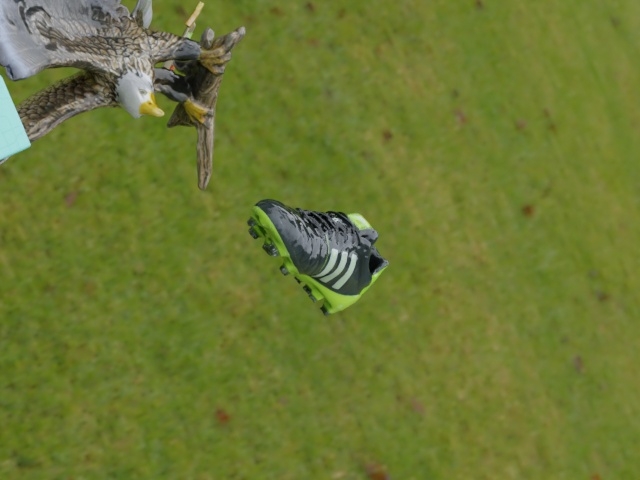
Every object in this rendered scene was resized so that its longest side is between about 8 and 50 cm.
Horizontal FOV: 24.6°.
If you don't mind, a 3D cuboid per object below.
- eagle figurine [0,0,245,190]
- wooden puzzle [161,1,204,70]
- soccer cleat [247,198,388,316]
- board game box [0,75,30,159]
[{"bbox_3d":[-0.225,-0.161,1.419,0.298,0.225,0.226,-3,85,-29],"label":"eagle figurine"},{"bbox_3d":[-0.163,-0.209,1.657,0.014,0.116,0.078,30,35,-5],"label":"wooden puzzle"},{"bbox_3d":[0.000,0.000,1.082,0.060,0.072,0.179,50,1,26],"label":"soccer cleat"},{"bbox_3d":[-0.285,-0.028,0.833,0.160,0.210,0.047,-29,102,-39],"label":"board game box"}]
